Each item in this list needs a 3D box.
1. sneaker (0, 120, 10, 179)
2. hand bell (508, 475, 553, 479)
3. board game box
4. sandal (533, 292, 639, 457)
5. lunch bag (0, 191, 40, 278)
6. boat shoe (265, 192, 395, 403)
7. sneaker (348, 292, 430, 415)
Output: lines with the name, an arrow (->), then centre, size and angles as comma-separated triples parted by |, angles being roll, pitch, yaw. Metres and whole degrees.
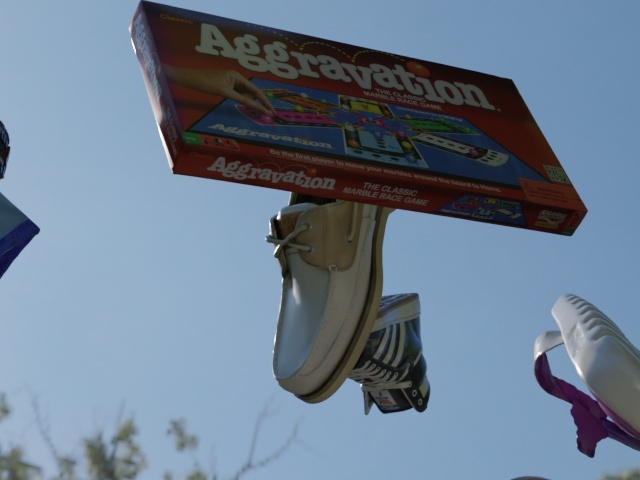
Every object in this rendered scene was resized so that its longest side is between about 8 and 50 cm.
sneaker -> -0.437, -0.139, 1.868 | 0.087, 0.083, 0.221 | -1, -32, 4
hand bell -> 0.225, 0.229, 1.214 | 0.126, 0.126, 0.242 | 23, -23, -15
board game box -> 0.025, -0.076, 0.995 | 0.281, 0.145, 0.027 | 8, -52, -27
sandal -> 0.241, 0.130, 1.338 | 0.169, 0.102, 0.416 | 43, 5, 10
lunch bag -> -0.371, 0.013, 1.045 | 0.221, 0.293, 0.138 | 42, -57, 2
boat shoe -> 0.000, 0.000, 1.475 | 0.103, 0.302, 0.113 | 30, -28, -33
sneaker -> 0.059, 0.161, 1.999 | 0.099, 0.153, 0.282 | -5, 5, 29
